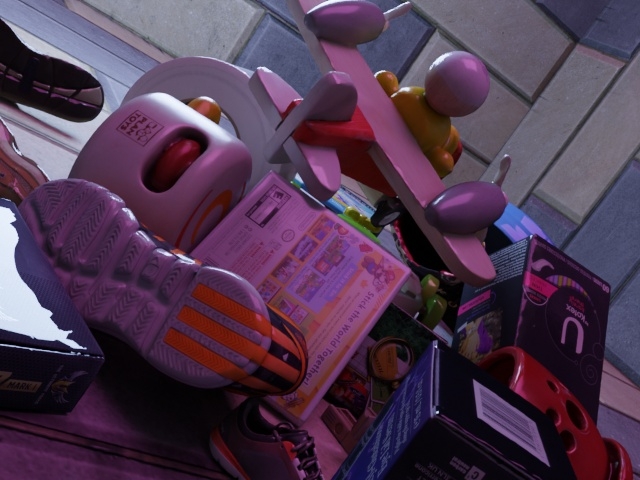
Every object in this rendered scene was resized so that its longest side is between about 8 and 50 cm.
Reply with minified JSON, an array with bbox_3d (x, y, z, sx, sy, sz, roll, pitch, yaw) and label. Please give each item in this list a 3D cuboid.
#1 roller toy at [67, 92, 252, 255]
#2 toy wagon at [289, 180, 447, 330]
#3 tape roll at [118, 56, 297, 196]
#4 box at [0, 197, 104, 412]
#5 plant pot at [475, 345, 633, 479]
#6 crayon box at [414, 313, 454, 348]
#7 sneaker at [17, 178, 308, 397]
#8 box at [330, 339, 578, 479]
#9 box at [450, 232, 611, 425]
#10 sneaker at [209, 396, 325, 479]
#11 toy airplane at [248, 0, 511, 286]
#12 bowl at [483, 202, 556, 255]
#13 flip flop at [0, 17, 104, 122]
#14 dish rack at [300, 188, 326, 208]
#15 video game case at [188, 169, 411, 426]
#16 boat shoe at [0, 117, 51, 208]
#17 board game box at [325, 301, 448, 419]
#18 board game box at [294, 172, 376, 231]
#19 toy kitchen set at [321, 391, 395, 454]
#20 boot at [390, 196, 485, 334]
[{"bbox_3d":[-0.182,-0.061,0.838,0.146,0.209,0.191,34,15,8],"label":"roller toy"},{"bbox_3d":[0.046,0.016,1.075,0.267,0.068,0.344,34,11,-2],"label":"toy wagon"},{"bbox_3d":[-0.159,-0.138,1.101,0.246,0.246,0.169,35,11,1],"label":"tape roll"},{"bbox_3d":[-0.288,0.024,0.556,0.183,0.059,0.233,23,17,-48],"label":"box"},{"bbox_3d":[0.208,0.233,0.776,0.174,0.191,0.191,38,12,1],"label":"plant pot"},{"bbox_3d":[0.059,0.104,1.131,0.323,0.083,0.203,29,13,-29],"label":"crayon box"},{"bbox_3d":[-0.148,0.062,0.701,0.321,0.124,0.180,30,-10,29],"label":"sneaker"},{"bbox_3d":[0.058,0.190,0.480,0.108,0.207,0.153,35,11,3],"label":"box"},{"bbox_3d":[0.290,0.156,1.059,0.165,0.270,0.143,30,-32,-19],"label":"box"},{"bbox_3d":[-0.023,0.189,0.609,0.158,0.065,0.061,38,12,19],"label":"sneaker"},{"bbox_3d":[0.094,-0.163,1.001,0.386,0.272,0.384,47,20,-24],"label":"toy airplane"},{"bbox_3d":[0.351,0.083,1.463,0.391,0.077,0.391,50,-21,27],"label":"bowl"},{"bbox_3d":[-0.464,-0.263,1.140,0.277,0.112,0.080,24,-10,-32],"label":"flip flop"},{"bbox_3d":[0.000,0.000,1.409,0.333,0.072,0.285,38,11,16],"label":"dish rack"},{"bbox_3d":[-0.040,0.054,0.826,0.206,0.227,0.026,36,-31,7],"label":"video game case"},{"bbox_3d":[-0.332,-0.056,0.778,0.072,0.068,0.190,-30,68,-40],"label":"boat shoe"},{"bbox_3d":[0.005,0.096,0.882,0.259,0.136,0.030,35,-1,7],"label":"board game box"},{"bbox_3d":[0.020,-0.080,1.760,0.254,0.079,0.336,36,12,6],"label":"board game box"},{"bbox_3d":[0.041,0.178,0.784,0.068,0.083,0.075,24,16,-45],"label":"toy kitchen set"},{"bbox_3d":[0.254,0.094,1.292,0.377,0.138,0.284,58,2,28],"label":"boot"}]
